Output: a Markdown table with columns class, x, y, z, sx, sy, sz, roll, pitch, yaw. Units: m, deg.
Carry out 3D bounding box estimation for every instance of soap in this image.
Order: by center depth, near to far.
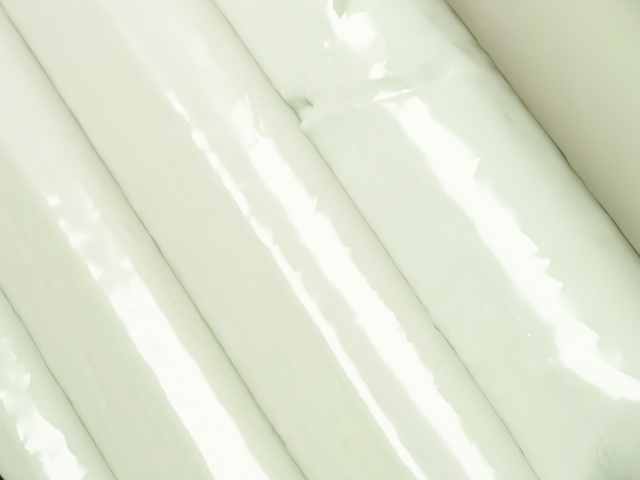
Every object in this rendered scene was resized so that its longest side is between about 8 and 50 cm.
| class | x | y | z | sx | sy | sz | roll | pitch | yaw |
| --- | --- | --- | --- | --- | --- | --- | --- | --- | --- |
| soap | 0.000 | 0.000 | 0.847 | 0.213 | 0.435 | 0.350 | -10 | 145 | -46 |

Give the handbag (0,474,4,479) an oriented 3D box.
| class | x | y | z | sx | sy | sz | roll | pitch | yaw |
| --- | --- | --- | --- | --- | --- | --- | --- | --- | --- |
| handbag | -0.237 | 0.158 | 1.149 | 0.074 | 0.216 | 0.203 | 9 | 136 | -46 |
